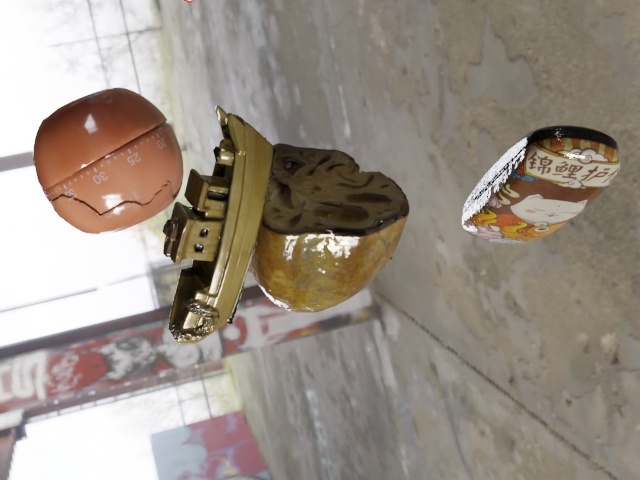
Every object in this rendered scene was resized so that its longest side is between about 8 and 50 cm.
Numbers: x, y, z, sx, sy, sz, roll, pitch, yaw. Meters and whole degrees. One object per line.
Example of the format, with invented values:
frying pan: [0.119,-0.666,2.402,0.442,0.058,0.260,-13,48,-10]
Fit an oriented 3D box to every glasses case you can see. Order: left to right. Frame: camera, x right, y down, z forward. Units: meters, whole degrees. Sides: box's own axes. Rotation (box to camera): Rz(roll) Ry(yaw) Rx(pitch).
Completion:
glasses case: [0.289,-0.067,1.165,0.321,0.122,0.082,118,162,-69]

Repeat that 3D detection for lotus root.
lotus root: [0.000,-0.001,1.074,0.188,0.199,0.180,-104,14,-53]

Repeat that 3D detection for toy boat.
toy boat: [-0.094,-0.010,0.720,0.064,0.072,0.206,42,123,56]

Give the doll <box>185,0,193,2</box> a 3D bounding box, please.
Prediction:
doll: [-0.155,-0.362,1.080,0.104,0.062,0.194,-52,27,31]

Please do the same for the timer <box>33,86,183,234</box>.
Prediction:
timer: [-0.340,-0.125,1.385,0.215,0.230,0.229,66,169,-8]
